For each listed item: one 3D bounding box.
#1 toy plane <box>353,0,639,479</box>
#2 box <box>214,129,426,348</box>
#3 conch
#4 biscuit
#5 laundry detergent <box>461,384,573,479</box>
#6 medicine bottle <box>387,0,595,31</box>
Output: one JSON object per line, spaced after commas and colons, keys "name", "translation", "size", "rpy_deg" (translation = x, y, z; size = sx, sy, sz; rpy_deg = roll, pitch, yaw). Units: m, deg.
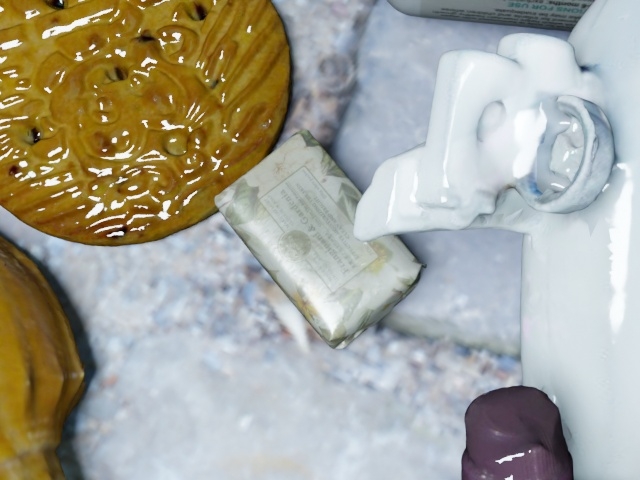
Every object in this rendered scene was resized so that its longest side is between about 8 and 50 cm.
{"name": "toy plane", "translation": [0.129, 0.001, 0.397], "size": [0.245, 0.117, 0.244], "rpy_deg": [-2, 96, -24]}
{"name": "box", "translation": [0.000, 0.000, 0.461], "size": [0.062, 0.045, 0.098], "rpy_deg": [-40, 78, -6]}
{"name": "conch", "translation": [-0.184, 0.042, 0.436], "size": [0.109, 0.093, 0.330], "rpy_deg": [-26, 75, 3]}
{"name": "biscuit", "translation": [-0.109, -0.088, 0.499], "size": [0.188, 0.027, 0.187], "rpy_deg": [-1, 76, 3]}
{"name": "laundry detergent", "translation": [0.093, 0.158, 0.348], "size": [0.144, 0.078, 0.221], "rpy_deg": [-2, 107, 8]}
{"name": "medicine bottle", "translation": [0.079, -0.176, 0.456], "size": [0.215, 0.135, 0.135], "rpy_deg": [6, 76, 5]}
